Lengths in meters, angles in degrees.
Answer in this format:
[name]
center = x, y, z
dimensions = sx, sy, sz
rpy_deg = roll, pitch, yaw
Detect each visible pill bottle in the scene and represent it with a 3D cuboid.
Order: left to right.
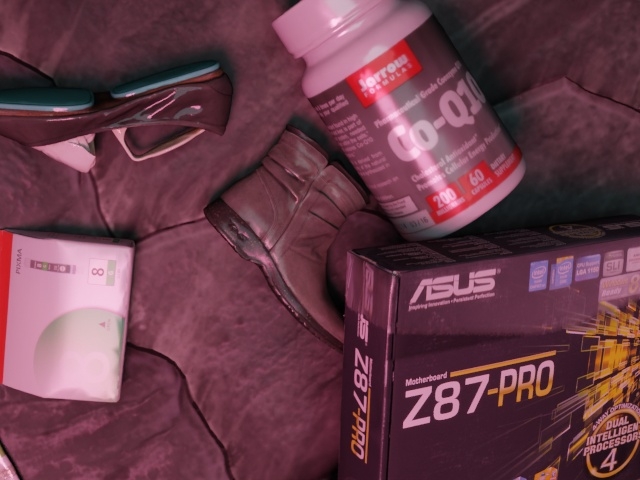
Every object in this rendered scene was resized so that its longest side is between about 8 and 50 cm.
[pill bottle]
center = 0.082, -0.153, 0.986
dimensions = 0.161, 0.161, 0.283
rpy_deg = -36, 102, -1

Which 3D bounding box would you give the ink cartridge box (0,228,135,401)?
[ink cartridge box]
center = -0.328, 0.080, 1.026
dimensions = 0.225, 0.056, 0.180
rpy_deg = 5, 98, -10

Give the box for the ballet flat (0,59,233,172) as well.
[ballet flat]
center = -0.230, -0.126, 0.987
dimensions = 0.281, 0.095, 0.096
rpy_deg = -9, 112, -6

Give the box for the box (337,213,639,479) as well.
[box]
center = 0.210, 0.147, 1.005
dimensions = 0.395, 0.097, 0.318
rpy_deg = -6, 107, -28

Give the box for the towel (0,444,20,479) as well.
[towel]
center = -0.396, 0.310, 1.073
dimensions = 0.113, 0.023, 0.152
rpy_deg = -24, 99, -6

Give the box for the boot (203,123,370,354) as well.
[boot]
center = 0.000, 0.000, 1.046
dimensions = 0.161, 0.083, 0.246
rpy_deg = -42, 104, -5
